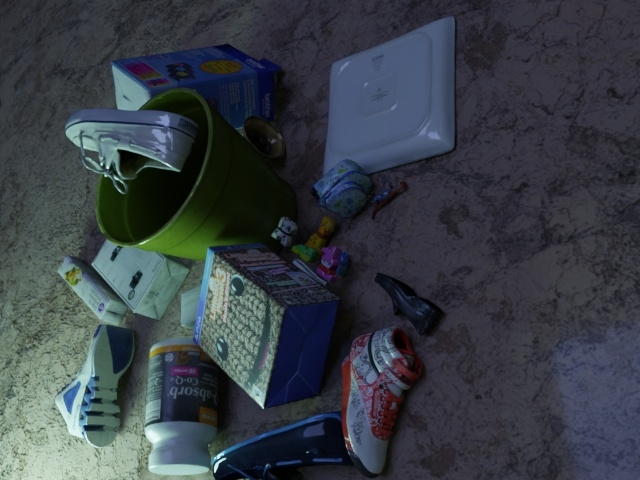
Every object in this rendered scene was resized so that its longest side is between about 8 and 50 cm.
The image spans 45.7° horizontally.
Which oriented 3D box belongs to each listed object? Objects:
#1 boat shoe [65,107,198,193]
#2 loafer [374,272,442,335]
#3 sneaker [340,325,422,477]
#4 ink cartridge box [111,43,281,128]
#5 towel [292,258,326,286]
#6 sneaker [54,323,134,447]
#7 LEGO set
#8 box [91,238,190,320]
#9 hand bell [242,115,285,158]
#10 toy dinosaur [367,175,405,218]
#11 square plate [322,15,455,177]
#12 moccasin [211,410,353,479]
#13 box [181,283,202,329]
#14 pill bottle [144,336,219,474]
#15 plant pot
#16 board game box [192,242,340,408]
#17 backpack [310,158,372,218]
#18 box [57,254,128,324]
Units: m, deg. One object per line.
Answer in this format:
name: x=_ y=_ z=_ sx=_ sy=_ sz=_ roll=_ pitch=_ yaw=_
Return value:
boat shoe: x=-0.412 y=-0.178 z=1.579 sx=0.367 sy=0.136 sz=0.156 roll=7 pitch=78 yaw=33
loafer: x=0.158 y=0.119 z=1.476 sx=0.170 sy=0.062 sz=0.061 roll=38 pitch=102 yaw=46
sneaker: x=0.118 y=0.290 z=1.407 sx=0.145 sy=0.090 sz=0.269 roll=-27 pitch=52 yaw=32
ink cartridge box: x=-0.295 y=-0.387 z=1.941 sx=0.270 sy=0.396 sz=0.151 roll=39 pitch=135 yaw=46
towel: x=-0.034 y=0.129 z=1.617 sx=0.113 sy=0.023 sz=0.151 roll=41 pitch=130 yaw=44
sneaker: x=-0.603 y=0.371 z=1.968 sx=0.182 sy=0.127 sz=0.315 roll=-8 pitch=67 yaw=36
LEGO set: x=0.000 y=0.000 z=1.646 sx=0.227 sy=0.087 sz=0.093 roll=36 pitch=110 yaw=44
box: x=-0.487 y=0.069 z=2.038 sx=0.290 sy=0.087 sz=0.169 roll=33 pitch=93 yaw=44
hand bell: x=-0.209 y=-0.193 z=1.933 sx=0.242 sy=0.126 sz=0.126 roll=-40 pitch=48 yaw=37
toy dinosaur: x=0.145 y=-0.097 z=1.618 sx=0.082 sy=0.047 sz=0.090 roll=-5 pitch=100 yaw=30
square plate: x=0.140 y=-0.316 z=1.704 sx=0.347 sy=0.049 sz=0.343 roll=-13 pitch=63 yaw=36
moccasin: x=-0.082 y=0.433 z=1.480 sx=0.342 sy=0.138 sz=0.116 roll=-30 pitch=67 yaw=33
box: x=-0.258 y=0.161 z=1.786 sx=0.102 sy=0.101 sz=0.087 roll=-24 pitch=56 yaw=33
pill bottle: x=-0.306 y=0.369 z=1.688 sx=0.162 sy=0.162 sz=0.278 roll=-21 pitch=58 yaw=32
plant pot: x=-0.252 y=-0.103 z=1.730 sx=0.367 sy=0.353 sz=0.366 roll=-18 pitch=60 yaw=34
board game box: x=-0.121 y=0.167 z=1.581 sx=0.291 sy=0.141 sz=0.231 roll=31 pitch=117 yaw=45
backpack: x=0.055 y=-0.108 z=1.641 sx=0.114 sy=0.105 sz=0.084 roll=-45 pitch=48 yaw=14
box: x=-0.655 y=0.136 z=2.167 sx=0.324 sy=0.067 sz=0.063 roll=32 pitch=93 yaw=44
